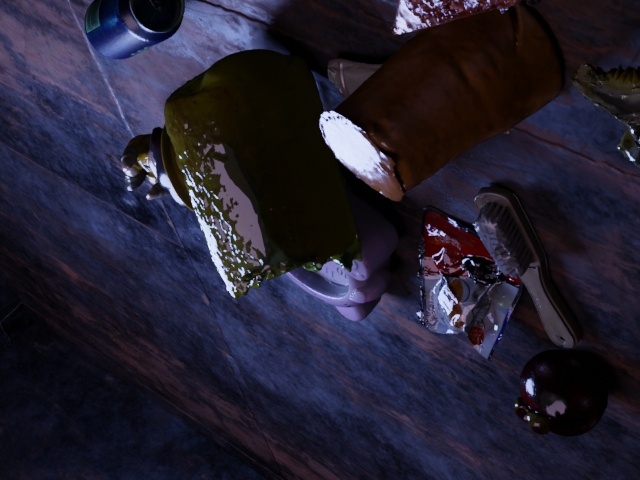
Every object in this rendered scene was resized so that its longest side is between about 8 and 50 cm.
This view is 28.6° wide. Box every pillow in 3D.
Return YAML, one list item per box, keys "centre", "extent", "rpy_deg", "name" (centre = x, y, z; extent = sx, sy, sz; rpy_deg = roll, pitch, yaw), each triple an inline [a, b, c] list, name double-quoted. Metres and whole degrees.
- centre: [0.101, -0.209, 1.799]
  extent: [0.233, 0.038, 0.130]
  rpy_deg: [9, 136, 51]
  name: "pillow"

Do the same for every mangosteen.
- centre: [0.380, 0.250, 1.999]
  extent: [0.152, 0.152, 0.152]
  rpy_deg: [35, 155, 19]
  name: "mangosteen"

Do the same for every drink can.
- centre: [-0.306, -0.370, 2.069]
  extent: [0.118, 0.118, 0.205]
  rpy_deg: [51, 156, -18]
  name: "drink can"

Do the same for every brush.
- centre: [0.310, 0.058, 1.884]
  extent: [0.070, 0.065, 0.327]
  rpy_deg: [1, 135, 42]
  name: "brush"

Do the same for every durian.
- centre: [0.408, -0.112, 1.323]
  extent: [0.306, 0.166, 0.172]
  rpy_deg: [38, 156, 36]
  name: "durian"

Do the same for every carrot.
- centre: [0.148, -0.167, 1.536]
  extent: [0.196, 0.254, 0.196]
  rpy_deg: [39, 158, 19]
  name: "carrot"

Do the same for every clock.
- centre: [0.000, 0.000, 2.219]
  extent: [0.296, 0.113, 0.322]
  rpy_deg: [34, 156, 18]
  name: "clock"

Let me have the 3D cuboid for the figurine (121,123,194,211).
- centre: [-0.262, -0.148, 2.311]
  extent: [0.257, 0.167, 0.192]
  rpy_deg: [15, 166, 45]
  name: "figurine"

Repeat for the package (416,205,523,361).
- centre: [0.240, 0.078, 2.039]
  extent: [0.194, 0.071, 0.269]
  rpy_deg: [20, 130, 22]
  name: "package"

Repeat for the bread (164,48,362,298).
- centre: [-0.098, -0.107, 1.958]
  extent: [0.251, 0.208, 0.376]
  rpy_deg: [-7, 105, 33]
  name: "bread"

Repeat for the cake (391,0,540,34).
- centre: [0.150, -0.331, 1.372]
  extent: [0.159, 0.158, 0.262]
  rpy_deg: [56, 155, -18]
  name: "cake"
